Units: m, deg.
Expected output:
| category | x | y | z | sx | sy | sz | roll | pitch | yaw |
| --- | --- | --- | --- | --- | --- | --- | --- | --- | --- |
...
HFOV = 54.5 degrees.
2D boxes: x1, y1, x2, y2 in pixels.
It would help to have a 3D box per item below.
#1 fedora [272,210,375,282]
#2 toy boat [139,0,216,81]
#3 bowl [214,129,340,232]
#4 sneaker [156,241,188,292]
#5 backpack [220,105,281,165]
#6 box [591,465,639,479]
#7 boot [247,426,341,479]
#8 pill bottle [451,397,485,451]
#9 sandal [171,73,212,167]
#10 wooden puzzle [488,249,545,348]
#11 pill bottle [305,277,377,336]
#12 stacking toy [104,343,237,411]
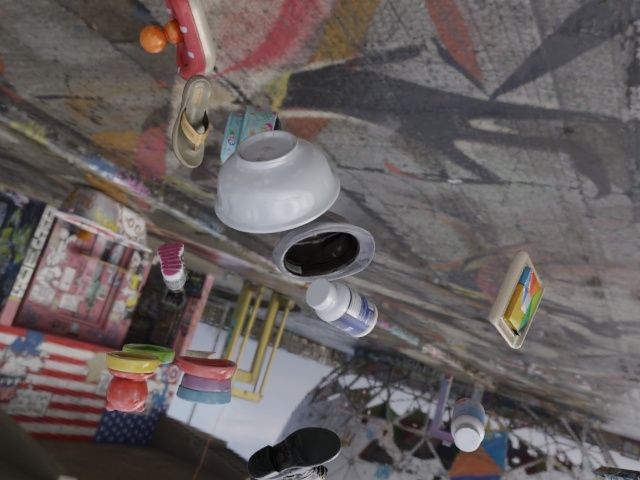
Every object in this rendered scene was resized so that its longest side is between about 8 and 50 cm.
| category | x | y | z | sx | sy | sz | roll | pitch | yaw |
| --- | --- | --- | --- | --- | --- | --- | --- | --- | --- |
| fedora | 0.000 | 0.000 | 1.691 | 0.275 | 0.124 | 0.244 | -12 | 140 | -4 |
| toy boat | -0.331 | -0.465 | 1.398 | 0.151 | 0.151 | 0.231 | 55 | 163 | 44 |
| bowl | -0.110 | -0.158 | 1.405 | 0.297 | 0.298 | 0.134 | 12 | 132 | 27 |
| sneaker | -0.342 | 0.063 | 1.445 | 0.063 | 0.075 | 0.170 | -10 | -150 | -11 |
| backpack | -0.210 | -0.303 | 1.946 | 0.190 | 0.225 | 0.253 | 13 | 174 | -8 |
| box | 0.501 | 0.417 | 1.002 | 0.027 | 0.094 | 0.137 | -23 | 167 | -9 |
| boot | -0.036 | 0.555 | 1.554 | 0.262 | 0.091 | 0.229 | -21 | 144 | 15 |
| pill bottle | 0.392 | 0.491 | 1.653 | 0.087 | 0.087 | 0.160 | 15 | -166 | 12 |
| sandal | -0.238 | -0.225 | 1.191 | 0.072 | 0.180 | 0.049 | -3 | -156 | -44 |
| wooden puzzle | 0.560 | 0.171 | 1.735 | 0.044 | 0.221 | 0.238 | 17 | 164 | 41 |
| pill bottle | 0.046 | 0.149 | 1.412 | 0.094 | 0.094 | 0.169 | 6 | 158 | 46 |
| stacking toy | -0.372 | 0.346 | 1.534 | 0.308 | 0.131 | 0.279 | 9 | 176 | -14 |
